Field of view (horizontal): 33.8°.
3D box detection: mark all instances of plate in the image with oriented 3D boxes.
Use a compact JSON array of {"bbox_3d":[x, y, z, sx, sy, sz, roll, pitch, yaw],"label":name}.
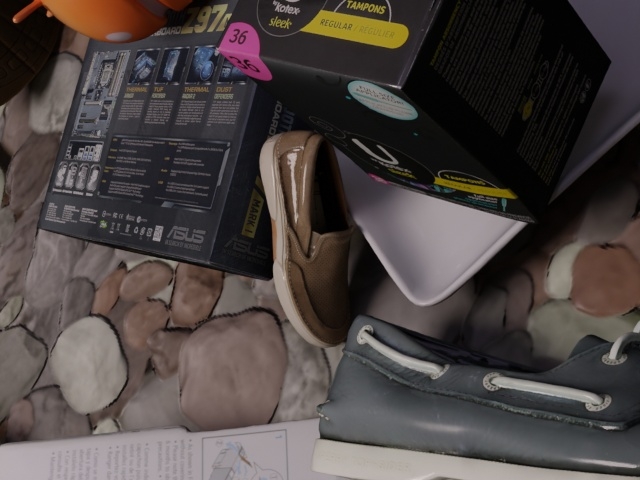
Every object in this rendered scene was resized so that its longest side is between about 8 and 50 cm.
[{"bbox_3d":[0.105,-0.132,0.658,0.277,0.045,0.278,-43,50,11],"label":"plate"}]

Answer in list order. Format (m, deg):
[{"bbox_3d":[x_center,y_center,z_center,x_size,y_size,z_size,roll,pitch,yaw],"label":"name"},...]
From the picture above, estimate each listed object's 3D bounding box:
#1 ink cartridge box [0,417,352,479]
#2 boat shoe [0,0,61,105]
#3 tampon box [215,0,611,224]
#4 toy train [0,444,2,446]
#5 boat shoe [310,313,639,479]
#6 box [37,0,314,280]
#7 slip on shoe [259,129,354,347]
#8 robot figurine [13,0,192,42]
[{"bbox_3d":[-0.075,0.243,0.602,0.239,0.060,0.275,-6,62,6],"label":"ink cartridge box"},{"bbox_3d":[-0.303,-0.236,0.964,0.098,0.109,0.302,-13,55,32],"label":"boat shoe"},{"bbox_3d":[0.053,-0.094,0.543,0.120,0.161,0.101,19,81,40],"label":"tampon box"},{"bbox_3d":[-0.268,0.218,0.719,0.080,0.105,0.184,-28,54,33],"label":"toy train"},{"bbox_3d":[0.130,0.078,0.495,0.319,0.116,0.099,-5,70,40],"label":"boat shoe"},{"bbox_3d":[-0.099,-0.078,0.732,0.232,0.059,0.183,8,83,48],"label":"box"},{"bbox_3d":[0.000,0.000,0.634,0.041,0.051,0.135,-4,99,41],"label":"slip on shoe"},{"bbox_3d":[-0.107,-0.215,0.669,0.219,0.128,0.158,-41,55,9],"label":"robot figurine"}]
